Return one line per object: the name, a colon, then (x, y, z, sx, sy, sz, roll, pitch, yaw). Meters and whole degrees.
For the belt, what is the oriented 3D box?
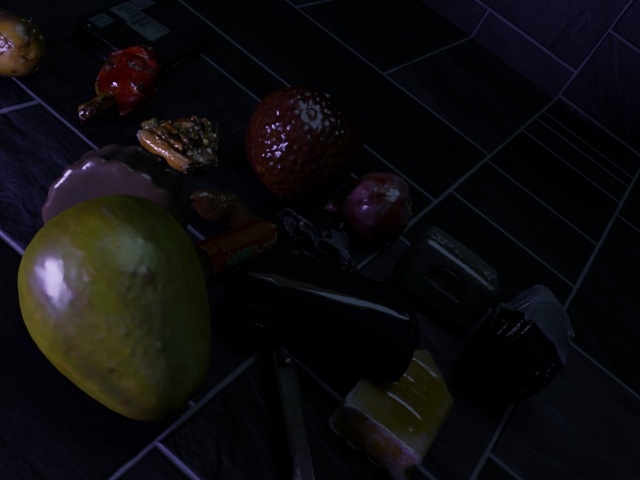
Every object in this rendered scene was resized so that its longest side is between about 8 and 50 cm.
belt: (0.387, 0.191, 1.687, 0.164, 0.184, 0.289, 53, 32, -2)

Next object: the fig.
fig: (-0.274, 0.098, 1.195, 0.258, 0.258, 0.326, -12, 66, -48)

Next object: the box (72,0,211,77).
box: (-0.415, -0.486, 2.030, 0.211, 0.058, 0.350, 32, 32, 0)

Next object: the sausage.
sausage: (-0.152, 0.010, 1.577, 0.083, 0.083, 0.264, 43, 33, 15)

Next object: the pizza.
pizza: (-0.271, -0.210, 1.778, 0.147, 0.069, 0.226, 44, 34, 20)

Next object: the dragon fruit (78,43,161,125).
dragon fruit: (-0.416, -0.312, 1.747, 0.125, 0.125, 0.246, 9, 41, 23)

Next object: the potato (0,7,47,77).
potato: (-0.613, -0.386, 1.665, 0.137, 0.137, 0.176, 0, 23, -41)

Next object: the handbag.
handbag: (0.009, 0.107, 1.511, 0.342, 0.152, 0.288, 18, 18, 3)

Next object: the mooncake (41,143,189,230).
mooncake: (-0.323, -0.044, 1.370, 0.228, 0.228, 0.124, 26, 25, -11)

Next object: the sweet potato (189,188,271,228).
sweet potato: (-0.172, -0.057, 1.668, 0.226, 0.068, 0.068, 22, 33, -33)

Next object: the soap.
soap: (0.136, 0.278, 1.468, 0.160, 0.080, 0.257, 37, 32, 7)

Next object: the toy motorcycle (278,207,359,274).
toy motorcycle: (0.000, 0.000, 1.699, 0.215, 0.080, 0.122, 35, 28, -32)

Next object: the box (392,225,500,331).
box: (0.268, 0.077, 1.797, 0.210, 0.148, 0.129, 37, 24, 3)

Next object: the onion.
onion: (0.105, -0.075, 1.871, 0.195, 0.159, 0.159, 6, 30, 13)

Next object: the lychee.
lychee: (-0.039, -0.207, 1.825, 0.260, 0.260, 0.260, 23, 34, -16)

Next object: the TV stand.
TV stand: (-0.050, 0.284, 1.327, 0.040, 0.049, 0.256, 15, 37, -25)
